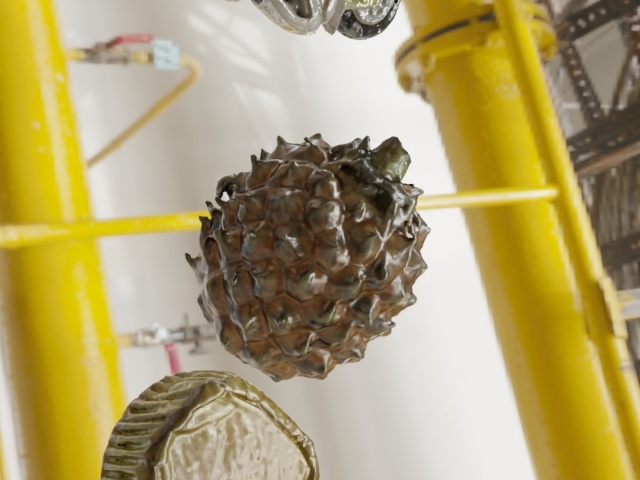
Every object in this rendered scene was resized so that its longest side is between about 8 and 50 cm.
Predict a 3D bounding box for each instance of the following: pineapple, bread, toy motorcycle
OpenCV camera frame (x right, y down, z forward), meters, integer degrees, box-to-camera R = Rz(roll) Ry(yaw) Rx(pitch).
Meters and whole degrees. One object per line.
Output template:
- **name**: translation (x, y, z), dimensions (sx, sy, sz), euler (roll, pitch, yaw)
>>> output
- **pineapple**: translation (0.000, 0.000, 0.766), dimensions (0.193, 0.166, 0.166), euler (-51, -129, 26)
- **bread**: translation (-0.129, 0.281, 1.308), dimensions (0.142, 0.227, 0.253), euler (-8, -50, 44)
- **toy motorcycle**: translation (-0.034, -0.351, 1.181), dimensions (0.108, 0.223, 0.340), euler (37, -30, 53)
